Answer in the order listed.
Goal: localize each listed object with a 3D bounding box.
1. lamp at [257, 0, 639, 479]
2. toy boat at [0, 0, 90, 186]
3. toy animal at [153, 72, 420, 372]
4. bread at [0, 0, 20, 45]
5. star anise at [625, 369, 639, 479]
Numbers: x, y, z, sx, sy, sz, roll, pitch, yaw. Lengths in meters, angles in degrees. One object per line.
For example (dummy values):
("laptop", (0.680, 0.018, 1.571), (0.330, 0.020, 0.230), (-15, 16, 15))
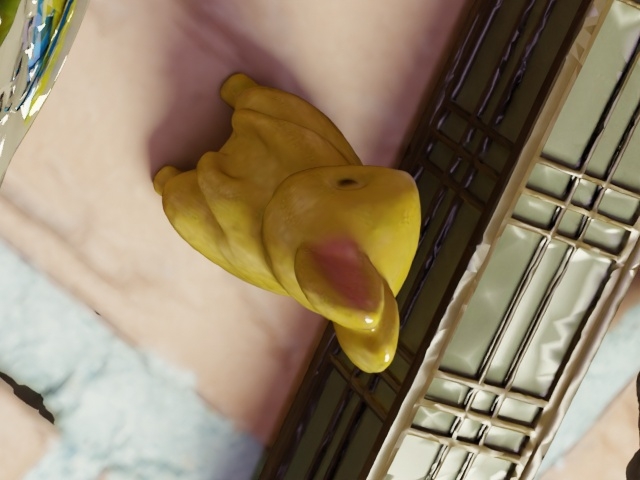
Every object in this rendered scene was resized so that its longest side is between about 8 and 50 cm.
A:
("lamp", (0.063, 0.021, 0.672), (0.090, 0.089, 0.325), (18, 104, -30))
("toy boat", (-0.128, -0.046, 0.572), (0.084, 0.066, 0.210), (8, 109, -25))
("toy animal", (0.003, 0.000, 0.594), (0.083, 0.159, 0.070), (35, 93, -26))
("bread", (-0.240, -0.158, 0.405), (0.382, 0.129, 0.366), (34, 102, -20))
("star anise", (0.233, -0.011, 0.720), (0.359, 0.139, 0.316), (-47, 135, -12))
